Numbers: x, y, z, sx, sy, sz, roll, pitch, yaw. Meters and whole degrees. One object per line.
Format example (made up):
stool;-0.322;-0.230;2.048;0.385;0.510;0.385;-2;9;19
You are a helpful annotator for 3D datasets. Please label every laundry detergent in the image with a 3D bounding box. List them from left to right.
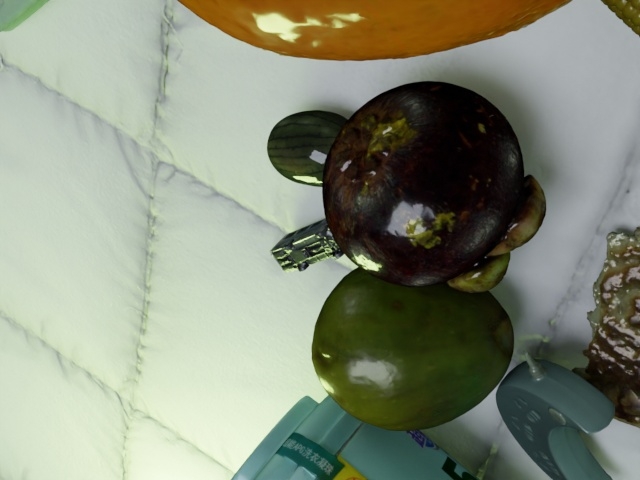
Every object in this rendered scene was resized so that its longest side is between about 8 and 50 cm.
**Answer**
laundry detergent;0.046;0.340;1.131;0.305;0.287;0.287;39;136;9

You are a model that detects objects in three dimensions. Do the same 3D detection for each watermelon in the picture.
watermelon;-0.007;-0.093;1.015;0.111;0.078;0.078;10;125;35

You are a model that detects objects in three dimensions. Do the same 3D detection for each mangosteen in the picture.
mangosteen;0.110;-0.036;0.906;0.217;0.192;0.192;34;146;-33

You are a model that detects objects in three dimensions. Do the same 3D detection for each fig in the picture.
fig;0.096;0.103;1.002;0.191;0.181;0.181;-11;113;25

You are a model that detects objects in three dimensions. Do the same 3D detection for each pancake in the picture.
pancake;0.341;0.092;0.908;0.266;0.057;0.244;-16;100;39

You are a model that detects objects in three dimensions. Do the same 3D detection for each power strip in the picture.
power strip;0.234;0.178;0.995;0.137;0.044;0.216;36;159;39

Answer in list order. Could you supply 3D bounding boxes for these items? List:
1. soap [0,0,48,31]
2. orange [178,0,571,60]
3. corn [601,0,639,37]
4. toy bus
soap;-0.359;-0.313;1.140;0.198;0.063;0.114;-20;108;45
orange;0.034;-0.314;0.606;0.424;0.326;0.423;-1;87;16
corn;0.267;-0.178;0.726;0.261;0.097;0.097;46;137;8
toy bus;0.000;0.000;1.094;0.131;0.052;0.037;-22;110;47
